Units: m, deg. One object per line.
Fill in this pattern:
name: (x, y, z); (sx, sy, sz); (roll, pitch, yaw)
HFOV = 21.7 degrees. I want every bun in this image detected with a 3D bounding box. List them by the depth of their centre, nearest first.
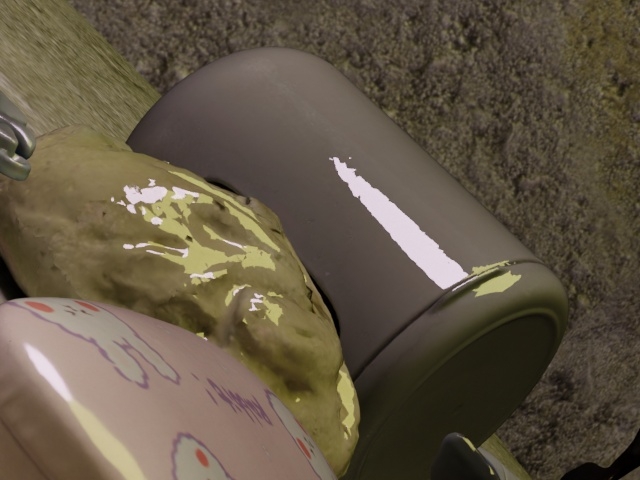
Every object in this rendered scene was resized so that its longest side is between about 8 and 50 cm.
bun: (-0.065, 0.027, 0.872); (0.237, 0.116, 0.210); (47, 2, -11)

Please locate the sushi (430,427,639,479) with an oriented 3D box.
sushi: (0.158, 0.174, 0.435); (0.294, 0.299, 0.281); (-2, 76, -83)

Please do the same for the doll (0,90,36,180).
doll: (-0.196, -0.079, 0.789); (0.195, 0.070, 0.096); (36, 11, 34)

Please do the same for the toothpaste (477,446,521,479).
toothpaste: (0.033, 0.146, 1.308); (0.371, 0.080, 0.125); (36, 12, -31)

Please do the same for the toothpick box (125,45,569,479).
toothpick box: (0.000, 0.000, 1.119); (0.316, 0.229, 0.229); (47, 3, 26)

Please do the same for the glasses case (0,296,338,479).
glasses case: (-0.054, 0.084, 0.625); (0.113, 0.075, 0.297); (49, 4, 13)
